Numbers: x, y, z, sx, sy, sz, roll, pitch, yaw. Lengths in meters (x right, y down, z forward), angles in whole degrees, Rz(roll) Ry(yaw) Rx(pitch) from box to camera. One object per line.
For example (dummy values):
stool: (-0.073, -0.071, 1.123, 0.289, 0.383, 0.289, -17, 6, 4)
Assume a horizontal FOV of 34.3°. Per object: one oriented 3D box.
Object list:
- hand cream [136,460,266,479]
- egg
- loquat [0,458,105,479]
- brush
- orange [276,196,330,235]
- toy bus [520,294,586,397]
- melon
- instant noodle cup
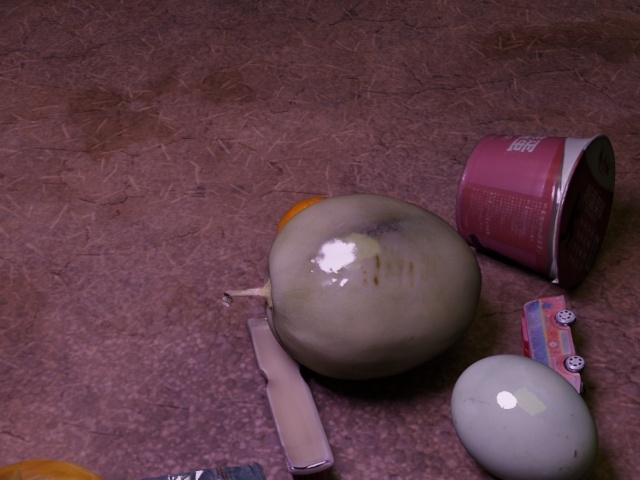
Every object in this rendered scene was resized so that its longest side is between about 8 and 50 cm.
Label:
hand cream: (-0.185, 0.311, 1.249, 0.247, 0.052, 0.075, -11, 42, -13)
egg: (0.249, 0.223, 1.275, 0.192, 0.149, 0.149, 38, 52, 27)
loquat: (-0.296, 0.344, 1.076, 0.235, 0.235, 0.235, 0, 40, 0)
brush: (-0.044, 0.205, 1.385, 0.060, 0.050, 0.321, -11, 34, -8)
orange: (0.001, 0.002, 1.568, 0.135, 0.117, 0.136, -4, 53, 5)
toy bus: (0.319, 0.158, 1.420, 0.077, 0.065, 0.192, -5, 39, 6)
melon: (0.062, 0.060, 1.394, 0.308, 0.272, 0.272, -18, 43, -32)
instant noodle cup: (0.322, -0.060, 1.566, 0.178, 0.235, 0.235, 15, 42, 30)
